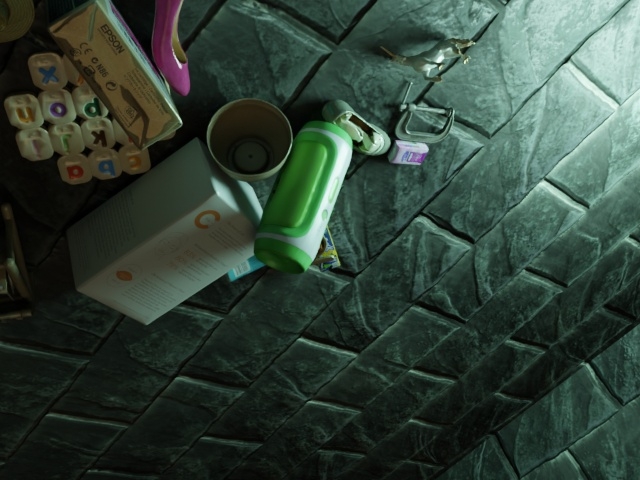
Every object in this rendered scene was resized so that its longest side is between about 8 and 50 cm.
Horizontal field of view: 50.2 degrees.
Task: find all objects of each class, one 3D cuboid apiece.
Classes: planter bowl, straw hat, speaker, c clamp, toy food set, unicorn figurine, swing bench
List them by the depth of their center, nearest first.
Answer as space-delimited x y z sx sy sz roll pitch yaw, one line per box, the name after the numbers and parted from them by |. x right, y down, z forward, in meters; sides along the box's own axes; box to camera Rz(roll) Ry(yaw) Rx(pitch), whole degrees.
-0.516 -0.352 1.052 0.144 0.061 0.144 -12 138 -11 | straw hat
-0.704 0.077 1.318 0.253 0.165 0.255 -8 143 -17 | swing bench
-0.139 -0.181 1.342 0.162 0.162 0.109 -15 165 -10 | planter bowl
0.216 -0.360 1.351 0.162 0.111 0.060 -23 130 -22 | unicorn figurine
-0.033 -0.087 1.368 0.131 0.297 0.131 18 160 7 | speaker
0.231 -0.270 1.498 0.160 0.022 0.137 6 130 -28 | c clamp
-0.050 0.016 1.579 0.132 0.039 0.192 -15 138 18 | toy food set

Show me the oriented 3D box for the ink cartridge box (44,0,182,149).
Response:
-0.327 -0.289 1.081 0.088 0.193 0.235 -31 131 1 | ink cartridge box

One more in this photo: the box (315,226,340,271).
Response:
0.000 0.000 1.646 0.054 0.059 0.169 -20 138 -1 | box

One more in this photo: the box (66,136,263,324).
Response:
-0.309 -0.010 1.405 0.345 0.168 0.215 -33 143 10 | box

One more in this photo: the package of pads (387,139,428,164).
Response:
0.197 -0.198 1.549 0.083 0.032 0.050 1 136 -25 | package of pads

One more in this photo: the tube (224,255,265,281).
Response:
-0.135 0.032 1.622 0.207 0.052 0.080 -25 145 -18 | tube

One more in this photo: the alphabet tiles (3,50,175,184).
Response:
-0.415 -0.228 1.254 0.284 0.021 0.278 -12 135 -13 | alphabet tiles

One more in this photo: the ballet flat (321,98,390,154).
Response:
0.083 -0.221 1.447 0.072 0.068 0.213 -42 135 19 | ballet flat

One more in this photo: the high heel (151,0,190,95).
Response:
-0.234 -0.361 1.154 0.117 0.082 0.244 -13 125 3 | high heel
